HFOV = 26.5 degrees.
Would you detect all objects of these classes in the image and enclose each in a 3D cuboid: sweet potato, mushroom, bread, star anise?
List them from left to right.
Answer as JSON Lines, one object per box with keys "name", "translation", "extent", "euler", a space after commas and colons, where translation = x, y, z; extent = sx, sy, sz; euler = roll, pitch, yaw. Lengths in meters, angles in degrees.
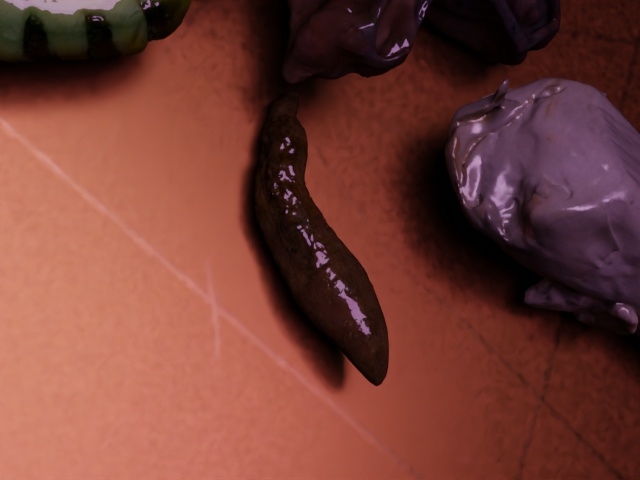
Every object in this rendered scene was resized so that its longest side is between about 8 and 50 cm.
{"name": "bread", "translation": [-0.124, -0.139, 0.614], "extent": [0.139, 0.071, 0.130], "euler": [1, 74, -13]}
{"name": "sweet potato", "translation": [-0.005, 0.000, 0.651], "extent": [0.041, 0.038, 0.153], "euler": [-8, 73, -43]}
{"name": "star anise", "translation": [0.050, -0.168, 0.652], "extent": [0.214, 0.099, 0.220], "euler": [47, 62, -26]}
{"name": "mushroom", "translation": [0.177, 0.018, 0.685], "extent": [0.278, 0.096, 0.099], "euler": [39, 70, -14]}
